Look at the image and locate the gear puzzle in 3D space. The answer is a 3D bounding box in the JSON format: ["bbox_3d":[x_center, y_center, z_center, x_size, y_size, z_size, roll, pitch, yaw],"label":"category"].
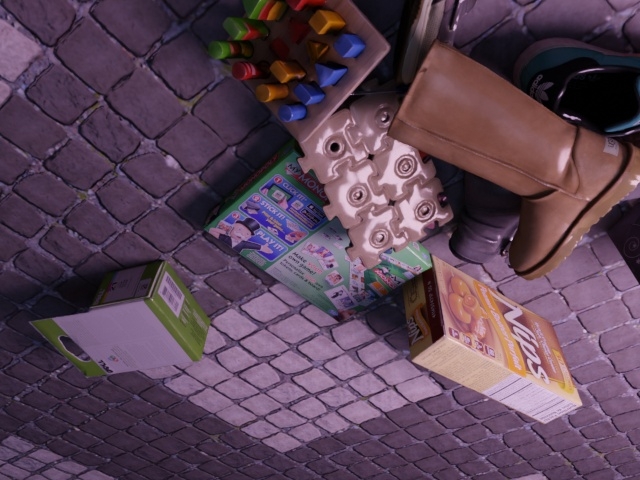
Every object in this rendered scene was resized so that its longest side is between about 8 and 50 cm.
[{"bbox_3d":[0.055,-0.125,0.729,0.176,0.044,0.338,-31,119,-3],"label":"gear puzzle"}]

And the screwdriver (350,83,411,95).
[{"bbox_3d":[0.084,-0.192,0.674,0.170,0.025,0.024,-8,112,-13],"label":"screwdriver"}]

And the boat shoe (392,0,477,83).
[{"bbox_3d":[0.140,-0.279,0.594,0.074,0.080,0.223,4,137,-9],"label":"boat shoe"}]

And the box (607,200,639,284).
[{"bbox_3d":[0.572,-0.025,0.742,0.142,0.163,0.247,17,130,-14],"label":"box"}]

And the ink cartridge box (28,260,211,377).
[{"bbox_3d":[-0.368,0.154,0.984,0.256,0.097,0.188,-11,131,14],"label":"ink cartridge box"}]

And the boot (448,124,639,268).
[{"bbox_3d":[0.369,-0.055,0.772,0.339,0.118,0.222,5,135,13],"label":"boot"}]

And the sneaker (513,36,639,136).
[{"bbox_3d":[0.397,-0.175,0.643,0.303,0.121,0.108,3,132,-1],"label":"sneaker"}]

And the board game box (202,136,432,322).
[{"bbox_3d":[0.000,0.000,0.865,0.214,0.046,0.317,-36,121,28],"label":"board game box"}]

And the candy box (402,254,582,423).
[{"bbox_3d":[0.294,0.174,0.917,0.317,0.182,0.087,27,128,-21],"label":"candy box"}]

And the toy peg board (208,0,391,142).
[{"bbox_3d":[-0.038,-0.219,0.600,0.160,0.079,0.161,50,123,4],"label":"toy peg board"}]

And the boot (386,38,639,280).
[{"bbox_3d":[0.207,-0.088,0.651,0.270,0.089,0.236,25,132,0],"label":"boot"}]
